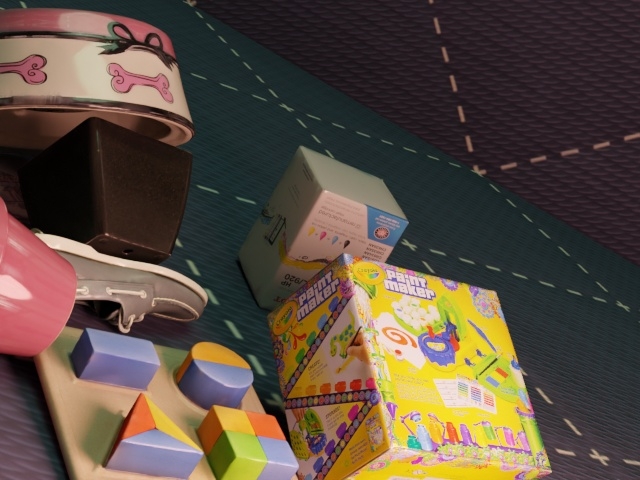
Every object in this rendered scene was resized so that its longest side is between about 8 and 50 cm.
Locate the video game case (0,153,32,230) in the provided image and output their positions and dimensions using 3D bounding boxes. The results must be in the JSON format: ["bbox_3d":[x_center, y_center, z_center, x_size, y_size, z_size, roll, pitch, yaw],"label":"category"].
[{"bbox_3d":[-0.459,-0.056,1.882,0.274,0.026,0.196,41,22,30],"label":"video game case"}]

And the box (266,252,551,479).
[{"bbox_3d":[0.115,0.199,1.645,0.290,0.177,0.279,15,49,-37],"label":"box"}]

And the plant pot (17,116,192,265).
[{"bbox_3d":[-0.303,-0.042,1.781,0.187,0.188,0.167,19,52,-43],"label":"plant pot"}]

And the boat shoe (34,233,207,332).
[{"bbox_3d":[-0.292,0.078,1.708,0.319,0.116,0.099,21,62,-41],"label":"boat shoe"}]

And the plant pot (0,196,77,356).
[{"bbox_3d":[-0.396,0.048,1.456,0.180,0.201,0.201,31,13,-40],"label":"plant pot"}]

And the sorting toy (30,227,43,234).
[{"bbox_3d":[-0.431,0.009,1.709,0.083,0.045,0.075,-26,38,-30],"label":"sorting toy"}]

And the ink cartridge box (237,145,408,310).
[{"bbox_3d":[0.000,0.000,2.070,0.171,0.232,0.168,20,23,-26],"label":"ink cartridge box"}]

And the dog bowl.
[{"bbox_3d":[-0.391,-0.230,1.851,0.408,0.150,0.408,-1,-5,0],"label":"dog bowl"}]

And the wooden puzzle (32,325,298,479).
[{"bbox_3d":[-0.177,0.204,1.514,0.322,0.080,0.348,15,22,-34],"label":"wooden puzzle"}]
